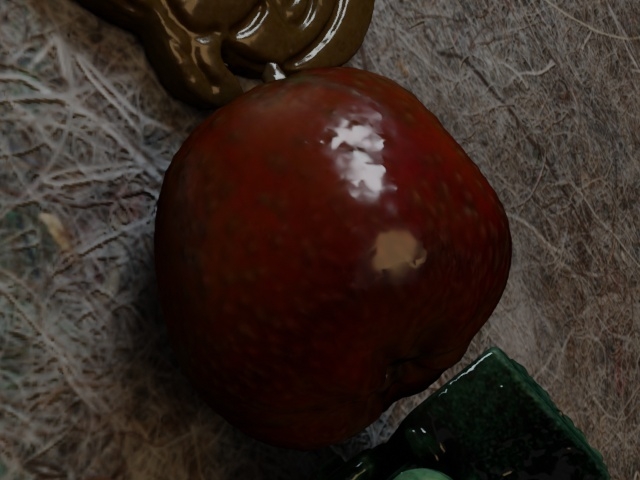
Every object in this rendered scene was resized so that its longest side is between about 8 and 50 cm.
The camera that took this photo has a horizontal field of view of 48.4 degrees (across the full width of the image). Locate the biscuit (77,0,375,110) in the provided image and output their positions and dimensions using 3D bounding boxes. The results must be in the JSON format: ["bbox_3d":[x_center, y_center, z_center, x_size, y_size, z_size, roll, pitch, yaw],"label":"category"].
[{"bbox_3d":[-0.092,-0.290,0.640,0.394,0.070,0.350,4,81,-42],"label":"biscuit"}]

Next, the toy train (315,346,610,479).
[{"bbox_3d":[0.094,0.226,0.585,0.238,0.299,0.167,-33,71,-21],"label":"toy train"}]

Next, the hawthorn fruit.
[{"bbox_3d":[0.000,0.000,0.549,0.275,0.275,0.299,-8,76,-43],"label":"hawthorn fruit"}]
